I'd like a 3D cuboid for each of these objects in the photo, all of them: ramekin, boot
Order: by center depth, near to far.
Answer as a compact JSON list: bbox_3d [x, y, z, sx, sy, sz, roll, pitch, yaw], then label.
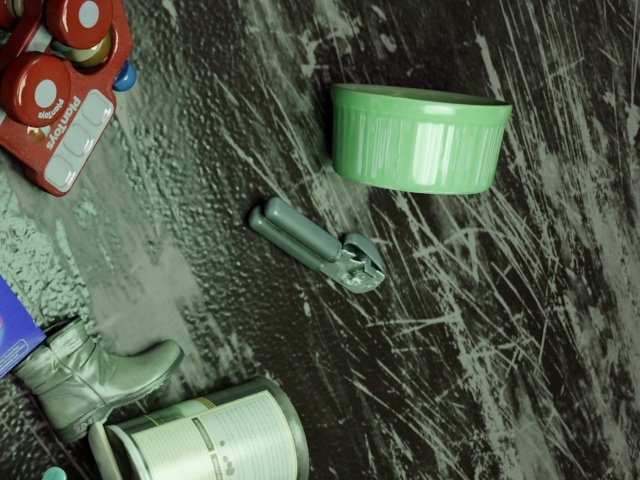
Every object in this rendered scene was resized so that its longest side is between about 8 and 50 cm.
[{"bbox_3d":[-0.333,0.178,1.690,0.247,0.083,0.161,-34,107,-29],"label":"boot"},{"bbox_3d":[0.159,-0.171,1.865,0.304,0.303,0.148,-2,104,-34],"label":"ramekin"}]

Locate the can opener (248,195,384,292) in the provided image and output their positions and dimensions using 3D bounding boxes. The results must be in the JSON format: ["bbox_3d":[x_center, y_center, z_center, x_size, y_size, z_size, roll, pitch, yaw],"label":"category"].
[{"bbox_3d":[0.000,0.000,1.917,0.283,0.076,0.095,36,43,-31],"label":"can opener"}]

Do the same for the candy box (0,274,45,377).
[{"bbox_3d":[-0.558,0.090,1.460,0.268,0.122,0.317,-44,132,-24],"label":"candy box"}]

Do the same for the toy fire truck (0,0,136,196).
[{"bbox_3d":[-0.372,-0.242,1.585,0.302,0.169,0.254,-64,150,-15],"label":"toy fire truck"}]

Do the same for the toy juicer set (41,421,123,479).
[{"bbox_3d":[-0.375,0.440,1.575,0.329,0.089,0.209,-45,75,-6],"label":"toy juicer set"}]

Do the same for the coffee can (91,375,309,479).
[{"bbox_3d":[-0.186,0.344,1.729,0.275,0.202,0.201,-14,103,-33],"label":"coffee can"}]
